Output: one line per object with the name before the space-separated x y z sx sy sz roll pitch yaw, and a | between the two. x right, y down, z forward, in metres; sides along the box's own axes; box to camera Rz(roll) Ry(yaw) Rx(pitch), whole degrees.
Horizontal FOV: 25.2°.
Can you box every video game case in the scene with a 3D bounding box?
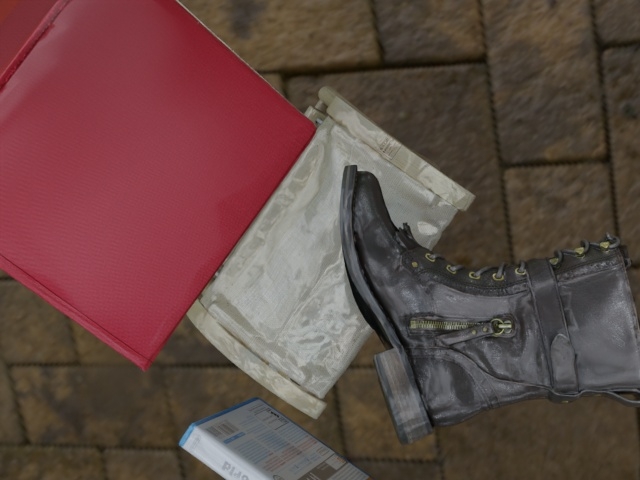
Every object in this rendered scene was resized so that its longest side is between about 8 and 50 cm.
video game case | 0.016 0.137 0.717 0.166 0.119 0.015 34 97 11

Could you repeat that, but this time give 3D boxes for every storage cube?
storage cube | -0.155 -0.062 0.930 0.215 0.183 0.193 39 82 -29

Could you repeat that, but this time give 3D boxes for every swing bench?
swing bench | 0.000 0.000 1.399 0.165 0.255 0.253 35 96 -7

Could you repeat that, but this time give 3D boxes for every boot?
boot | 0.144 0.037 1.192 0.229 0.091 0.263 -16 78 0
